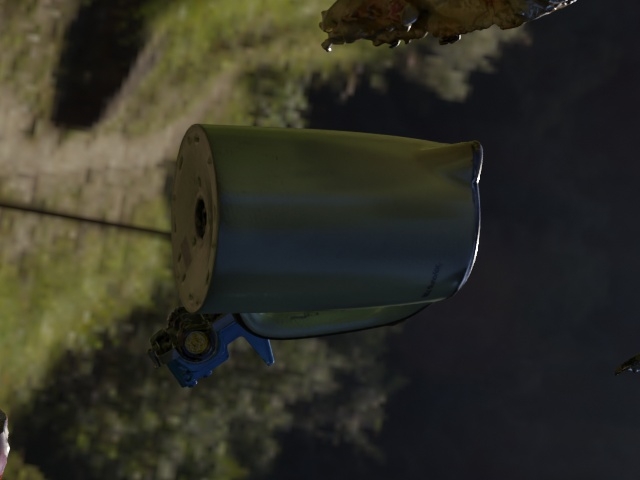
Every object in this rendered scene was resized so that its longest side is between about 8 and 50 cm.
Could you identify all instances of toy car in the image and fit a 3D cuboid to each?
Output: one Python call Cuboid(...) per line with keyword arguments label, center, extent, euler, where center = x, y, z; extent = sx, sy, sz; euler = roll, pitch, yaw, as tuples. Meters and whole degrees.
Cuboid(label="toy car", center=(-0.107, 0.109, 2.118), extent=(0.100, 0.191, 0.097), euler=(57, -4, -17))

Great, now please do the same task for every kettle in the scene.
Cuboid(label="kettle", center=(0.000, 0.000, 1.605), extent=(0.240, 0.255, 0.165), euler=(108, -28, -42))

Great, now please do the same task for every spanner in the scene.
Cuboid(label="spanner", center=(0.399, 0.111, 1.968), extent=(0.012, 0.208, 0.046), euler=(61, -33, 16))

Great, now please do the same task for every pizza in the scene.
Cuboid(label="pizza", center=(0.118, -0.211, 1.498), extent=(0.297, 0.189, 0.071), euler=(-8, -73, 53))

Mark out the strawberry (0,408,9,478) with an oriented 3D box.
Cuboid(label="strawberry", center=(-0.545, 0.284, 2.106), extent=(0.310, 0.292, 0.292), euler=(-54, -169, 27))
